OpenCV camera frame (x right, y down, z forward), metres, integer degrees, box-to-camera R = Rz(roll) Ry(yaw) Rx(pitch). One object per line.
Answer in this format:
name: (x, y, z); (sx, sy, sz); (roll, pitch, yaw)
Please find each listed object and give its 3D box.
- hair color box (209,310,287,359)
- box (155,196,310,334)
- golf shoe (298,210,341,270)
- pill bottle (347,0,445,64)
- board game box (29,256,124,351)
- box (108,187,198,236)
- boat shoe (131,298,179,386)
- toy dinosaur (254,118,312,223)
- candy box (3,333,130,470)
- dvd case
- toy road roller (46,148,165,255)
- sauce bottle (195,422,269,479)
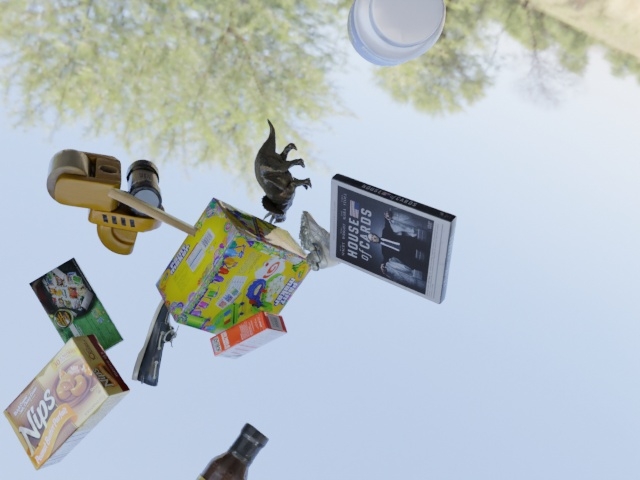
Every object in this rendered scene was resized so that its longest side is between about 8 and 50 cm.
hair color box: (-0.177, 0.234, 1.908); (0.093, 0.167, 0.053); (24, -139, -58)
box: (-0.224, 0.089, 2.034); (0.279, 0.290, 0.177); (26, -164, -41)
golf shoe: (0.000, 0.000, 1.802); (0.085, 0.069, 0.176); (-4, -132, -17)
pill bottle: (0.128, -0.380, 1.319); (0.152, 0.152, 0.272); (21, -172, -5)
board game box: (-0.642, 0.188, 2.040); (0.260, 0.136, 0.030); (58, 168, 6)
box: (-0.365, -0.061, 1.714); (0.201, 0.021, 0.164); (28, 179, -8)
boat shoe: (-0.426, 0.261, 2.062); (0.079, 0.255, 0.095); (19, 165, -5)
toy dinosaur: (-0.123, -0.190, 2.234); (0.160, 0.314, 0.121); (-20, -162, -9)
candy box: (-0.639, 0.404, 1.939); (0.183, 0.316, 0.087); (52, -159, 18)
dvd case: (0.120, -0.004, 1.372); (0.238, 0.179, 0.029); (22, -139, 27)
toy road roller: (-0.599, -0.099, 2.158); (0.329, 0.241, 0.202); (11, -156, -20)
sauce bottle: (-0.244, 0.585, 1.793); (0.111, 0.344, 0.111); (35, 165, 11)
